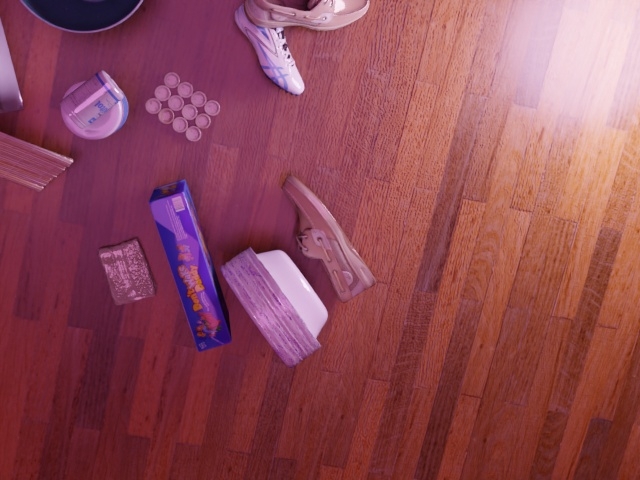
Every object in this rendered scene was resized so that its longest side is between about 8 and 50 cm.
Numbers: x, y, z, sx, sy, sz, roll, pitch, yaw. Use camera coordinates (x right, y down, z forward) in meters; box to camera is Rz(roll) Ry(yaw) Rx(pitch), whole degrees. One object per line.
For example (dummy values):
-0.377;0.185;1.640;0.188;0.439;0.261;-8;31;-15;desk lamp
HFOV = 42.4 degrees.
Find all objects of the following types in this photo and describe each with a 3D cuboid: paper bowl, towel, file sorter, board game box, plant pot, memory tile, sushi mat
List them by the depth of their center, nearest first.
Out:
-0.492;-0.578;1.731;0.291;0.195;0.290;-1;101;-7;plant pot
-0.769;-0.393;1.734;0.173;0.193;0.277;-11;102;-2;file sorter
-0.705;-0.189;1.757;0.317;0.019;0.151;22;137;-40;sushi mat
-0.291;0.049;1.862;0.078;0.233;0.346;-17;102;-4;board game box
-0.092;0.136;1.881;0.148;0.284;0.284;-36;103;-4;paper bowl
-0.318;-0.307;1.902;0.148;0.012;0.113;34;95;-13;memory tile
-0.456;0.075;1.950;0.110;0.027;0.148;-17;103;-5;towel

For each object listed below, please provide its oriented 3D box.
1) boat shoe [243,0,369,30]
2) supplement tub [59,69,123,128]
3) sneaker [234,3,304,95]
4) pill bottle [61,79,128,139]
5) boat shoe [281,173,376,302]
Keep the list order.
-0.015;-0.531;1.820;0.303;0.098;0.109;-9;85;-25;boat shoe
-0.451;-0.279;1.631;0.107;0.071;0.071;-38;103;1;supplement tub
-0.103;-0.435;1.863;0.086;0.085;0.237;-27;104;30;sneaker
-0.480;-0.284;1.777;0.124;0.221;0.124;-1;101;-7;pill bottle
0.000;0.000;1.950;0.110;0.121;0.341;-36;105;-1;boat shoe
